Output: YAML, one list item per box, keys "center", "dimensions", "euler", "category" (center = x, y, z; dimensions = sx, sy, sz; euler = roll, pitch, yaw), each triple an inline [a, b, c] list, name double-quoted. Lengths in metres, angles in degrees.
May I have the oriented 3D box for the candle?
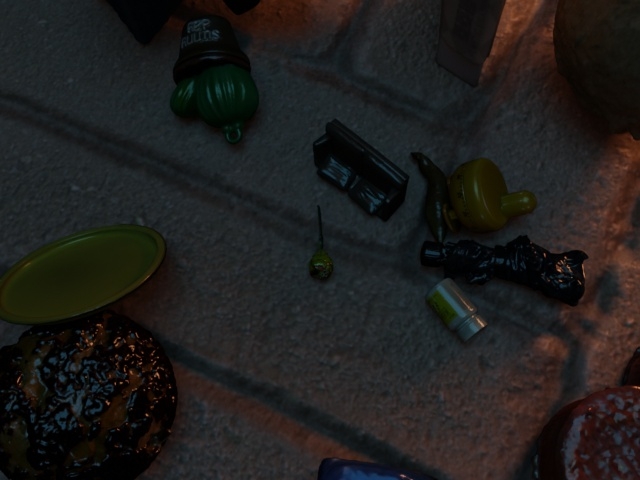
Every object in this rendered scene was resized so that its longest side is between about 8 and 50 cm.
- center: [0.436, 0.269, 0.797]
  dimensions: [0.317, 0.131, 0.287]
  euler: [-28, 73, -7]
  category: "candle"

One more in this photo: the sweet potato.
- center: [0.167, -0.068, 0.989]
  dimensions: [0.041, 0.038, 0.153]
  euler: [-7, 66, -5]
  category: "sweet potato"

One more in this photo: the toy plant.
- center: [-0.167, -0.239, 1.041]
  dimensions: [0.143, 0.105, 0.200]
  euler: [-10, 80, 10]
  category: "toy plant"

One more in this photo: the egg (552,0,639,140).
- center: [0.458, -0.301, 0.951]
  dimensions: [0.279, 0.279, 0.310]
  euler: [7, 70, 6]
  category: "egg"

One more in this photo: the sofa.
- center: [0.052, -0.098, 0.981]
  dimensions: [0.147, 0.085, 0.060]
  euler: [41, 73, 16]
  category: "sofa"

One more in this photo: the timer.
- center: [0.233, -0.063, 0.944]
  dimensions: [0.109, 0.107, 0.107]
  euler: [-14, 63, 38]
  category: "timer"

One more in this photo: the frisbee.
- center: [-0.319, 0.042, 0.908]
  dimensions: [0.236, 0.017, 0.236]
  euler: [-9, 30, 5]
  category: "frisbee"

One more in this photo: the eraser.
- center: [0.222, -0.412, 0.928]
  dimensions: [0.082, 0.397, 0.213]
  euler: [8, 68, 6]
  category: "eraser"

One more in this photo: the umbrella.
- center: [0.250, 0.028, 0.930]
  dimensions: [0.224, 0.071, 0.080]
  euler: [9, 57, 8]
  category: "umbrella"

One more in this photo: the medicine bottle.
- center: [0.183, 0.094, 0.918]
  dimensions: [0.047, 0.047, 0.083]
  euler: [-34, 70, -10]
  category: "medicine bottle"

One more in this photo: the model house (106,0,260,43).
- center: [-0.196, -0.489, 1.045]
  dimensions: [0.382, 0.334, 0.342]
  euler: [0, 79, -2]
  category: "model house"

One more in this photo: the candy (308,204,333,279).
- center: [0.000, 0.000, 0.977]
  dimensions: [0.035, 0.035, 0.123]
  euler: [0, 61, -1]
  category: "candy"

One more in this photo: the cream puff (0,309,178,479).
- center: [-0.299, 0.197, 0.839]
  dimensions: [0.239, 0.165, 0.239]
  euler: [-1, 66, 1]
  category: "cream puff"

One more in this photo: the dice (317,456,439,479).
- center: [0.057, 0.329, 0.779]
  dimensions: [0.146, 0.146, 0.143]
  euler: [11, 71, 6]
  category: "dice"
